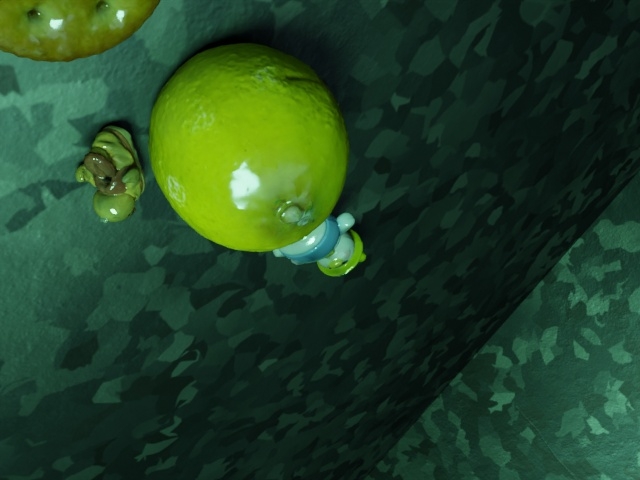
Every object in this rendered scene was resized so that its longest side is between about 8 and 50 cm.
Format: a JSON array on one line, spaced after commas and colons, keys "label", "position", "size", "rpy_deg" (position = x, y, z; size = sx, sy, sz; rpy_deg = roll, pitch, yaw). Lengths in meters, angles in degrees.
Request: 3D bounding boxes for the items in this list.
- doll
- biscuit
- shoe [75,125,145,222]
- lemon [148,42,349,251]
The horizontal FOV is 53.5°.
[{"label": "doll", "position": [0.001, 0.001, 1.068], "size": [0.135, 0.099, 0.241], "rpy_deg": [-52, 145, 5]}, {"label": "biscuit", "position": [-0.231, -0.261, 0.548], "size": [0.220, 0.066, 0.220], "rpy_deg": [-29, 148, -20]}, {"label": "shoe", "position": [-0.247, -0.075, 0.742], "size": [0.069, 0.072, 0.109], "rpy_deg": [-66, 179, -50]}, {"label": "lemon", "position": [-0.074, -0.099, 0.761], "size": [0.240, 0.219, 0.240], "rpy_deg": [-24, 144, -19]}]
